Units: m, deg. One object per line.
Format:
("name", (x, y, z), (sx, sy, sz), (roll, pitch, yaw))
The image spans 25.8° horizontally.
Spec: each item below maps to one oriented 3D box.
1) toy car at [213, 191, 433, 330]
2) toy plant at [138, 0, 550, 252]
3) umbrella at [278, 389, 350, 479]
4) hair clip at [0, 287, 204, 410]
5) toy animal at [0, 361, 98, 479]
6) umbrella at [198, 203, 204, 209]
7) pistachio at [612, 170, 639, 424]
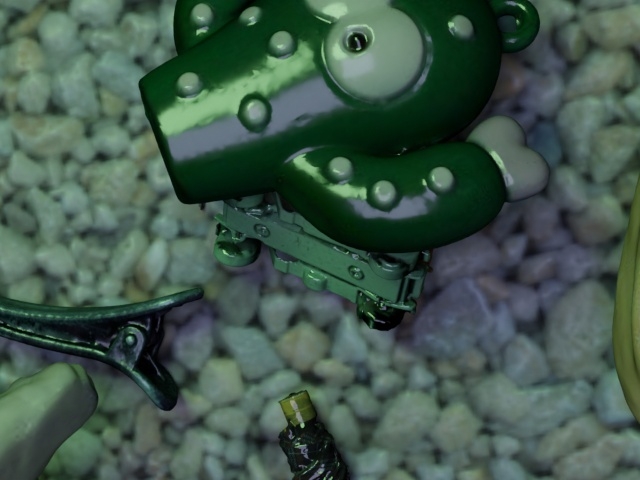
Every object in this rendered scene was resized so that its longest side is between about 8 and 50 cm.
("toy car", (0.000, 0.000, 0.873), (0.143, 0.054, 0.073), (22, 140, 14))
("toy plant", (0.016, -0.103, 0.833), (0.243, 0.112, 0.233), (4, 68, 5))
("umbrella", (0.006, 0.167, 0.899), (0.037, 0.040, 0.144), (-22, 89, 19))
("hair clip", (-0.216, 0.037, 0.923), (0.275, 0.048, 0.083), (15, 100, 9))
("toy animal", (-0.268, 0.235, 0.898), (0.188, 0.266, 0.308), (19, 139, 21))
("umbrella", (-0.078, -0.094, 0.904), (0.022, 0.022, 0.149), (7, 95, 35))
("pistachio", (0.268, 0.005, 0.783), (0.187, 0.187, 0.299), (16, 89, 8))
